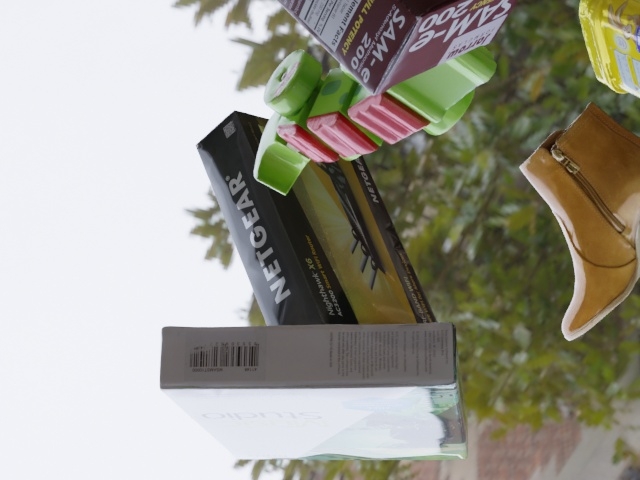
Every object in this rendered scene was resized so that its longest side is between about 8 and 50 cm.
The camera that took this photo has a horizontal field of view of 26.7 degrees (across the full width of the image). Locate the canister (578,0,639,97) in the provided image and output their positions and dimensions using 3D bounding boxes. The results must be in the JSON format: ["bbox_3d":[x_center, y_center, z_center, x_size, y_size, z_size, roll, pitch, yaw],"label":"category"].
[{"bbox_3d":[0.326,-0.168,1.228,0.073,0.126,0.170,-38,-138,-12],"label":"canister"}]

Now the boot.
[{"bbox_3d":[0.337,-0.025,1.745,0.211,0.295,0.104,40,-142,8],"label":"boot"}]

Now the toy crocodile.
[{"bbox_3d":[0.038,-0.127,1.289,0.115,0.341,0.105,34,-116,-25],"label":"toy crocodile"}]

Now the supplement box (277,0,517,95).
[{"bbox_3d":[0.008,-0.213,0.877,0.239,0.073,0.130,46,-133,15],"label":"supplement box"}]

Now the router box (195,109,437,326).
[{"bbox_3d":[0.000,0.000,1.678,0.243,0.081,0.308,9,-129,-51],"label":"router box"}]

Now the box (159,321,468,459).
[{"bbox_3d":[0.009,0.139,1.177,0.232,0.322,0.058,-1,-108,8],"label":"box"}]
